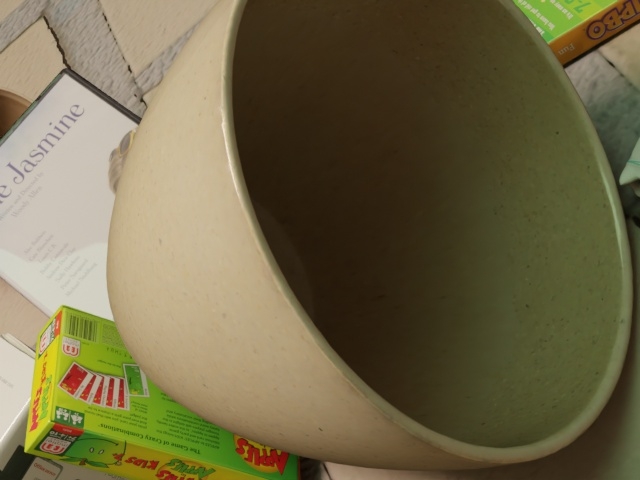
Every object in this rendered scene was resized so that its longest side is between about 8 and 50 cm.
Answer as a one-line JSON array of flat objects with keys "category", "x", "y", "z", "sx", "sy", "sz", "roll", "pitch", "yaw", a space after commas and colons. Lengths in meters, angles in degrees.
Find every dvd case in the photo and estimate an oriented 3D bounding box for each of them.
[{"category": "dvd case", "x": -0.187, "y": -0.021, "z": 1.150, "sx": 0.253, "sy": 0.022, "sz": 0.180, "roll": 34, "pitch": 80, "yaw": 27}]

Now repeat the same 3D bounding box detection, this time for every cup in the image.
[{"category": "cup", "x": 0.000, "y": 0.000, "z": 0.862, "sx": 0.237, "sy": 0.331, "sz": 0.331, "roll": -26, "pitch": 43, "yaw": 43}]

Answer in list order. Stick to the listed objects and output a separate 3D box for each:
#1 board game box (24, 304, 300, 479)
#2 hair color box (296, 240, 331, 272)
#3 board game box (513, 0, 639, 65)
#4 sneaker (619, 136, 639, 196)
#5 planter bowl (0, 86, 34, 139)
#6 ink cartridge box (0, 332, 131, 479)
[{"category": "board game box", "x": -0.102, "y": 0.116, "z": 0.924, "sx": 0.043, "sy": 0.181, "sz": 0.092, "roll": -47, "pitch": 34, "yaw": 41}, {"category": "hair color box", "x": -0.048, "y": 0.037, "z": 1.044, "sx": 0.141, "sy": 0.043, "sz": 0.072, "roll": -40, "pitch": 42, "yaw": 8}, {"category": "board game box", "x": 0.158, "y": -0.177, "z": 1.053, "sx": 0.259, "sy": 0.039, "sz": 0.124, "roll": -29, "pitch": 44, "yaw": 14}, {"category": "sneaker", "x": 0.248, "y": -0.029, "z": 0.858, "sx": 0.061, "sy": 0.053, "sz": 0.152, "roll": -54, "pitch": 35, "yaw": 4}, {"category": "planter bowl", "x": -0.316, "y": -0.057, "z": 1.269, "sx": 0.162, "sy": 0.162, "sz": 0.109, "roll": -57, "pitch": 16, "yaw": -12}, {"category": "ink cartridge box", "x": -0.220, "y": 0.194, "z": 0.979, "sx": 0.087, "sy": 0.153, "sz": 0.208, "roll": 22, "pitch": 75, "yaw": 46}]
